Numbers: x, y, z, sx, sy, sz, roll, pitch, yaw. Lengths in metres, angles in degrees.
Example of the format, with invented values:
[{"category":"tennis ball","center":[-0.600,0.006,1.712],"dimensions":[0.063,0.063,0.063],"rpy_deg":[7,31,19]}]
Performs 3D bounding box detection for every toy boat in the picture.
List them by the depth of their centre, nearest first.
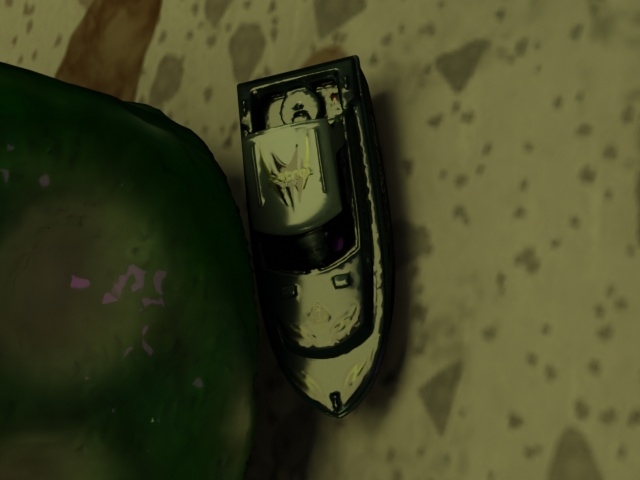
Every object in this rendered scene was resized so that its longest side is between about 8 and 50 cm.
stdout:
[{"category":"toy boat","center":[0.000,0.000,0.576],"dimensions":[0.055,0.060,0.141],"rpy_deg":[-12,75,18]}]

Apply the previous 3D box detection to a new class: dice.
[{"category":"dice","center":[-0.214,0.058,0.581],"dimensions":[0.300,0.287,0.297],"rpy_deg":[16,95,55]}]
